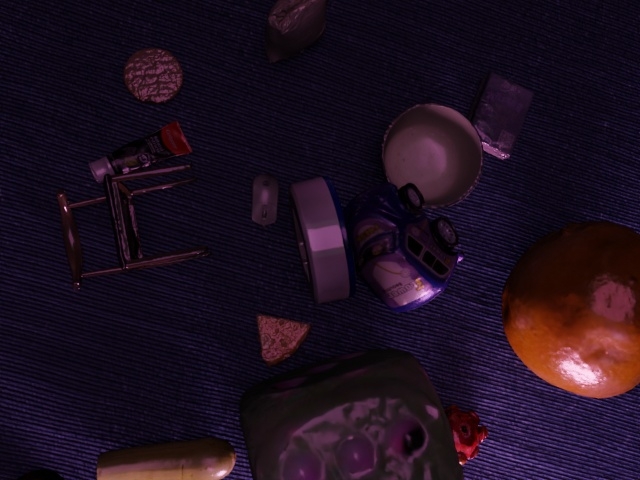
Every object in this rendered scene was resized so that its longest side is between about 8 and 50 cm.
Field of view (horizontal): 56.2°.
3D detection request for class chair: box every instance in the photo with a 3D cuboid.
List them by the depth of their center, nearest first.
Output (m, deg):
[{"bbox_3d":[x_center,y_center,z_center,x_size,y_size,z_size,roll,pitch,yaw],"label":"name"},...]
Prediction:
[{"bbox_3d":[-0.350,-0.026,1.095,0.272,0.166,0.188,-12,87,-9],"label":"chair"}]

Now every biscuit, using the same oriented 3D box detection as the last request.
[{"bbox_3d":[-0.334,-0.329,1.198,0.120,0.015,0.120,1,85,-7],"label":"biscuit"}]

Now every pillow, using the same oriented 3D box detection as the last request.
[{"bbox_3d":[-0.048,-0.420,1.160,0.134,0.181,0.078,-40,88,-9],"label":"pillow"}]

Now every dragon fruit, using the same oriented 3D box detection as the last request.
[{"bbox_3d":[0.271,0.393,1.196,0.126,0.068,0.112,-19,88,-10],"label":"dragon fruit"}]

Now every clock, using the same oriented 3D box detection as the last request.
[{"bbox_3d":[0.000,0.000,1.109,0.083,0.230,0.230,-13,87,-4],"label":"clock"}]

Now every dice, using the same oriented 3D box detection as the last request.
[{"bbox_3d":[0.045,0.374,1.035,0.322,0.330,0.318,-15,86,-7],"label":"dice"}]

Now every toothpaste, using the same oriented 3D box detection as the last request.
[{"bbox_3d":[-0.353,-0.170,1.172,0.193,0.045,0.071,-25,89,-15],"label":"toothpaste"}]

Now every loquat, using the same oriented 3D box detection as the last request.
[{"bbox_3d":[0.502,0.124,1.124,0.328,0.328,0.328,1,85,-8],"label":"loquat"}]

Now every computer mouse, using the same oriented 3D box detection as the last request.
[{"bbox_3d":[-0.111,-0.081,1.199,0.055,0.032,0.110,3,85,-7],"label":"computer mouse"}]

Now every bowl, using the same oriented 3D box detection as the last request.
[{"bbox_3d":[0.212,-0.161,1.210,0.211,0.112,0.211,1,85,-6],"label":"bowl"}]

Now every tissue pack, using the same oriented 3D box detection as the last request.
[{"bbox_3d":[0.376,-0.265,1.272,0.112,0.051,0.156,24,82,-8],"label":"tissue pack"}]

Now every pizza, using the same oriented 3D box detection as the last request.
[{"bbox_3d":[-0.085,0.181,1.185,0.123,0.026,0.108,-43,89,-6],"label":"pizza"}]

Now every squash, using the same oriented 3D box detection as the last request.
[{"bbox_3d":[-0.282,0.411,1.110,0.250,0.083,0.083,-2,86,-8],"label":"squash"}]

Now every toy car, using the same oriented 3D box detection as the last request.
[{"bbox_3d":[0.140,0.018,1.119,0.235,0.172,0.158,44,38,-14],"label":"toy car"}]

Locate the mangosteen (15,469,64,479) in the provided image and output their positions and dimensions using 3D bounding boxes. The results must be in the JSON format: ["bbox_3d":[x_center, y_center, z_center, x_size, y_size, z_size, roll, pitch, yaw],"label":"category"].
[{"bbox_3d":[-0.503,0.482,1.064,0.140,0.140,0.140,1,85,-8],"label":"mangosteen"}]
